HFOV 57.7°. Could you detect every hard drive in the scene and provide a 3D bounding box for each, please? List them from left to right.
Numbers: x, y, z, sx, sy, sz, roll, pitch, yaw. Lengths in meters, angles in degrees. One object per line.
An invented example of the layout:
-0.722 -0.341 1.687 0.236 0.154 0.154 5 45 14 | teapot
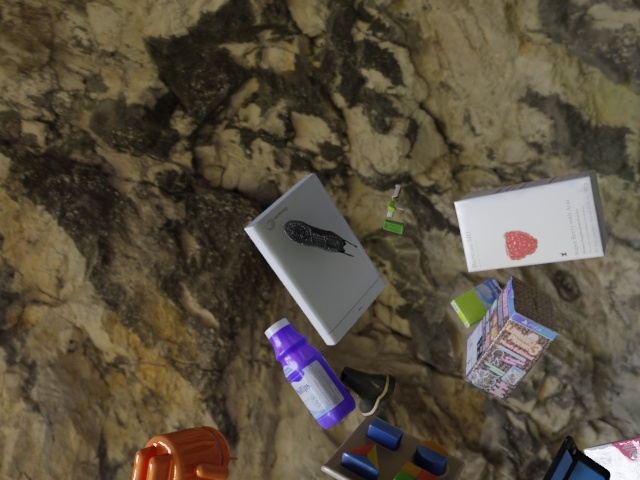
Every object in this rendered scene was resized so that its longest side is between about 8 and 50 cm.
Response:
0.001 0.044 1.414 0.233 0.047 0.353 -44 -72 -32 | hard drive

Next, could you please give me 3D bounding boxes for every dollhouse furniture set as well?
0.236 -0.093 1.744 0.076 0.058 0.151 91 -162 -49 | dollhouse furniture set

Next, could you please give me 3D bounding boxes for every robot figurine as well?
-0.273 0.452 1.188 0.158 0.128 0.219 -36 -25 27 | robot figurine

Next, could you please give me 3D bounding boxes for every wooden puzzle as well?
0.218 0.618 1.636 0.348 0.322 0.080 -19 -55 -59 | wooden puzzle

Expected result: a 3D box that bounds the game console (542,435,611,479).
0.483 0.453 1.098 0.122 0.071 0.107 -51 -51 -20 | game console

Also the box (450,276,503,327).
0.563 0.218 2.045 0.178 0.109 0.042 -27 -15 -13 | box

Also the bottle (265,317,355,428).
-0.032 0.324 1.441 0.092 0.283 0.118 -29 -13 -35 | bottle

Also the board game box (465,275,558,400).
0.585 0.302 1.808 0.291 0.141 0.232 -64 -3 28 | board game box

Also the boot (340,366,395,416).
0.099 0.387 1.518 0.198 0.137 0.077 113 171 -45 | boot

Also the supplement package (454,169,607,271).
0.487 -0.043 1.341 0.175 0.293 0.177 -23 -79 -59 | supplement package

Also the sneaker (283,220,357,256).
0.001 -0.003 1.341 0.089 0.170 0.051 1 -72 -84 | sneaker

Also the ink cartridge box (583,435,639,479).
0.976 0.760 1.782 0.117 0.207 0.283 8 -121 -42 | ink cartridge box
